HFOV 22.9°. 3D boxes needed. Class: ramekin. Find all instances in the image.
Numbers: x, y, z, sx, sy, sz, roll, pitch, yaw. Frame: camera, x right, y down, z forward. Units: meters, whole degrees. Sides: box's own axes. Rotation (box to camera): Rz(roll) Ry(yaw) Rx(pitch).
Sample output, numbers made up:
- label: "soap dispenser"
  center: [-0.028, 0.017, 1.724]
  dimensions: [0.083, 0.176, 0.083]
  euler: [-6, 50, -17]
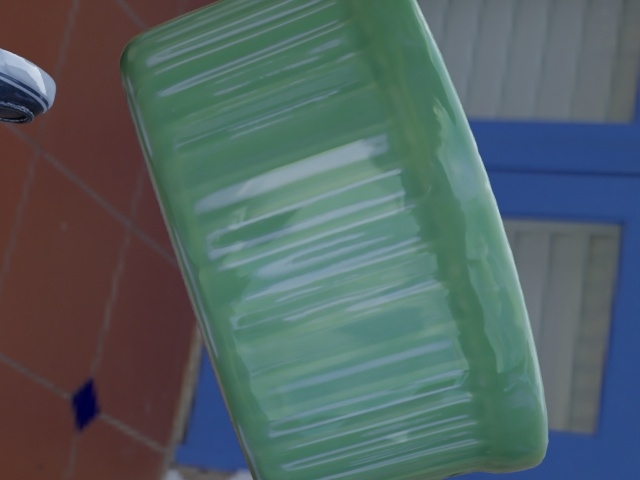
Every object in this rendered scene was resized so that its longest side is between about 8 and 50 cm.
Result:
- label: "ramekin"
  center: [0.000, 0.000, 0.856]
  dimensions: [0.303, 0.148, 0.303]
  euler: [162, -90, -87]

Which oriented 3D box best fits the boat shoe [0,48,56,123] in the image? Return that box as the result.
- label: "boat shoe"
  center: [-0.234, -0.075, 0.898]
  dimensions: [0.183, 0.065, 0.083]
  euler: [15, 74, -44]
